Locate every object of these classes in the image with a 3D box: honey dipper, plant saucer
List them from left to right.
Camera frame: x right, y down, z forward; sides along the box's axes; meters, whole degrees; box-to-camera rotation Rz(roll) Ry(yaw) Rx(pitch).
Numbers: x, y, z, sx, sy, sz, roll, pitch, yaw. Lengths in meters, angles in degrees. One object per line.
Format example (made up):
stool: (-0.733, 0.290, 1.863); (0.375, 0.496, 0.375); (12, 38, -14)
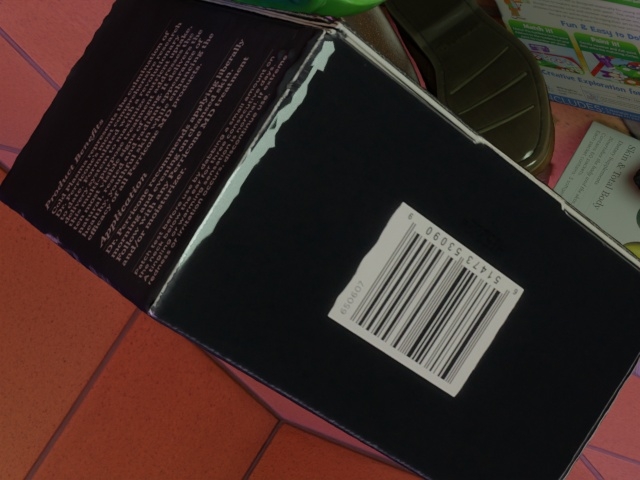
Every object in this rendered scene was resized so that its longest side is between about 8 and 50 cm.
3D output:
plant saucer: (0.025, -0.241, 1.606); (0.310, 0.050, 0.310); (56, 177, 4)
honey dipper: (0.275, -0.107, 1.818); (0.030, 0.030, 0.160); (28, 159, 13)

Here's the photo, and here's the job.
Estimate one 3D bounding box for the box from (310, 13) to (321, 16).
box: (-0.043, -0.252, 1.916); (0.232, 0.058, 0.322); (30, 164, 7)

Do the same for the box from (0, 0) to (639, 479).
box: (0.000, 0.000, 1.481); (0.480, 0.297, 0.472); (34, 178, -30)

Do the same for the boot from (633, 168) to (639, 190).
boot: (0.484, 0.004, 1.503); (0.338, 0.118, 0.222); (9, 132, 55)

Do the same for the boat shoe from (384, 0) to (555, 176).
boat shoe: (0.169, -0.168, 1.545); (0.104, 0.111, 0.307); (54, -169, -53)

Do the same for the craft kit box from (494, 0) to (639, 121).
craft kit box: (0.295, -0.208, 1.461); (0.250, 0.061, 0.246); (19, 161, 37)

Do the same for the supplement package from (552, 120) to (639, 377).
supplement package: (0.388, 0.032, 1.709); (0.263, 0.199, 0.198); (26, 161, 19)

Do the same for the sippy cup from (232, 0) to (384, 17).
sippy cup: (-0.040, -0.360, 1.332); (0.240, 0.224, 0.305); (20, 159, 39)
